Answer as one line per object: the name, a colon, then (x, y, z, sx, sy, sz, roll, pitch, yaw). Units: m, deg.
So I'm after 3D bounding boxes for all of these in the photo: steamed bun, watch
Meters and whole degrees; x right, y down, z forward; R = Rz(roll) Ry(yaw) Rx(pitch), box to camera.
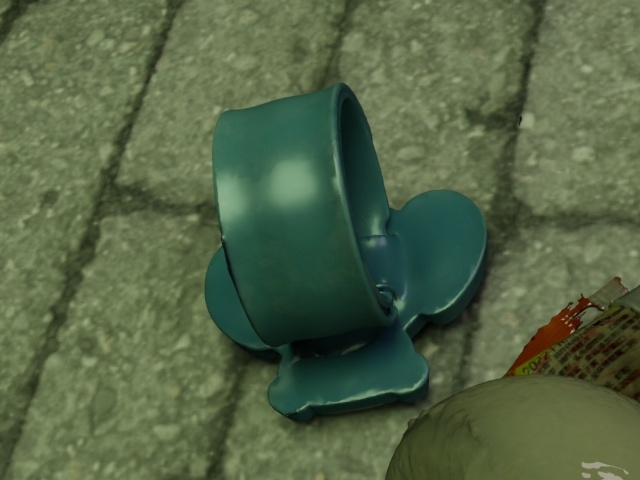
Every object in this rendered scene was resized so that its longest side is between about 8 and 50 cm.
steamed bun: (0.139, 0.208, 0.786, 0.177, 0.283, 0.283, -2, 52, -12)
watch: (0.000, 0.000, 1.017, 0.211, 0.193, 0.211, -10, 52, 14)

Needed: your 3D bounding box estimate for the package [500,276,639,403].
package: (0.264, 0.094, 0.918, 0.223, 0.108, 0.288, -33, 50, -8)
